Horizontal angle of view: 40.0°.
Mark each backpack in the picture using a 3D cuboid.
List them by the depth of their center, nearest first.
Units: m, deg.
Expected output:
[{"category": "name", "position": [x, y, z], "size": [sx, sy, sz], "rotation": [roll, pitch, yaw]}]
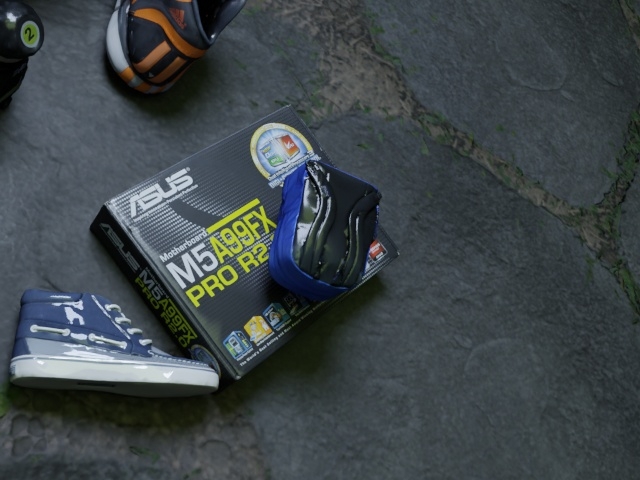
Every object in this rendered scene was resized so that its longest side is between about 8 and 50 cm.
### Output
[{"category": "backpack", "position": [0.000, 0.000, 0.874], "size": [0.098, 0.101, 0.120], "rotation": [19, 62, -20]}]

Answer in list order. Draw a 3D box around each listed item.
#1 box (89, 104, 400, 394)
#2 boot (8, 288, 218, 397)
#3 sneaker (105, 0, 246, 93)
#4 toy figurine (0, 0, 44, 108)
[{"category": "box", "position": [-0.070, -0.001, 0.934], "size": [0.270, 0.060, 0.216], "rotation": [-34, 87, -38]}, {"category": "boot", "position": [-0.184, 0.094, 0.810], "size": [0.190, 0.069, 0.086], "rotation": [10, 65, -25]}, {"category": "sneaker", "position": [-0.139, -0.328, 0.968], "size": [0.125, 0.180, 0.321], "rotation": [16, 61, -43]}, {"category": "toy figurine", "position": [-0.371, -0.229, 0.810], "size": [0.209, 0.148, 0.213], "rotation": [1, 67, -31]}]
